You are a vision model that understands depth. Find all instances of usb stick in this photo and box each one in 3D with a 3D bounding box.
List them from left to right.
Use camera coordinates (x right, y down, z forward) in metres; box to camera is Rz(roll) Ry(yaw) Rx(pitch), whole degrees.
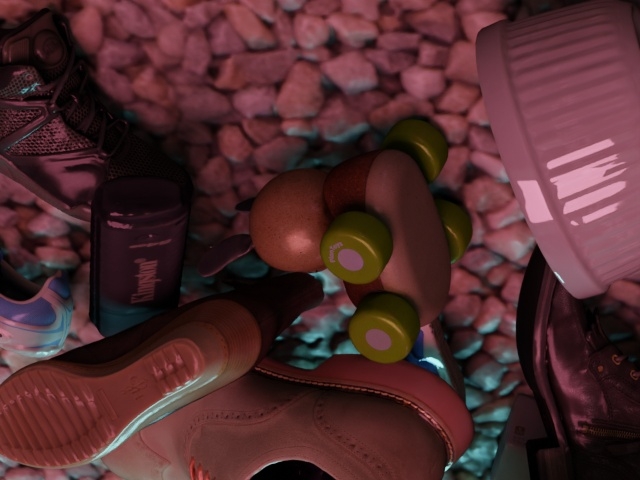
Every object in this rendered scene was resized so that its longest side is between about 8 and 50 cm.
[{"bbox_3d":[-0.147,0.018,1.488,0.077,0.045,0.278,-1,158,-8],"label":"usb stick"}]

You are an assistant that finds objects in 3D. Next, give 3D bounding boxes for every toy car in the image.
[{"bbox_3d":[0.000,0.000,1.454,0.188,0.155,0.149,-1,125,28],"label":"toy car"}]

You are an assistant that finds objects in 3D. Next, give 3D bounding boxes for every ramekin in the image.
[{"bbox_3d":[0.199,-0.072,1.310,0.109,0.207,0.207,-20,118,17],"label":"ramekin"}]

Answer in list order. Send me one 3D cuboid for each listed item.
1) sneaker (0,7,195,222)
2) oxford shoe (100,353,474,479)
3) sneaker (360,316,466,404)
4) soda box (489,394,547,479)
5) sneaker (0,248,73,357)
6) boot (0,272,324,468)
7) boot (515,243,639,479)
[{"bbox_3d":[-0.197,-0.097,1.471,0.227,0.087,0.130,29,134,1],"label":"sneaker"},{"bbox_3d":[-0.067,0.180,1.564,0.397,0.146,0.140,-9,124,42],"label":"oxford shoe"},{"bbox_3d":[0.063,0.090,1.550,0.084,0.058,0.152,-13,128,14],"label":"sneaker"},{"bbox_3d":[0.256,0.205,1.574,0.216,0.069,0.074,16,128,3],"label":"soda box"},{"bbox_3d":[-0.326,0.034,1.616,0.237,0.085,0.086,14,101,10],"label":"sneaker"},{"bbox_3d":[-0.133,0.103,1.522,0.248,0.207,0.090,-22,93,28],"label":"boot"},{"bbox_3d":[0.279,0.116,1.491,0.229,0.091,0.263,-5,100,-1],"label":"boot"}]
